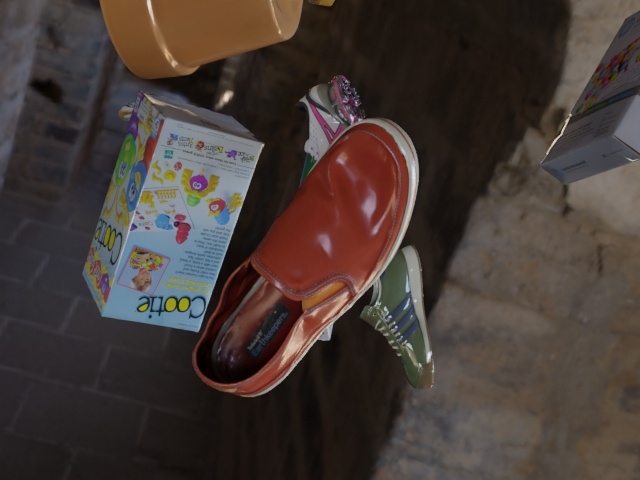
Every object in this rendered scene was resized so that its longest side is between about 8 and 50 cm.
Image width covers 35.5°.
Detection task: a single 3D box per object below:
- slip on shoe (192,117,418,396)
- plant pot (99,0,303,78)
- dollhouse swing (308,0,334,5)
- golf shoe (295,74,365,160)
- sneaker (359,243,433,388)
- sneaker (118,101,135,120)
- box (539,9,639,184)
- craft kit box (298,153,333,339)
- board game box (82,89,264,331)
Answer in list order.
[{"bbox_3d":[-0.017,0.025,0.994,0.123,0.331,0.101,40,15,17],"label":"slip on shoe"},{"bbox_3d":[-0.141,-0.360,1.300,0.203,0.291,0.291,0,12,13],"label":"plant pot"},{"bbox_3d":[0.114,-0.619,1.792,0.315,0.347,0.305,-12,67,-27],"label":"dollhouse swing"},{"bbox_3d":[0.026,-0.117,1.302,0.067,0.086,0.186,19,51,-62],"label":"golf shoe"},{"bbox_3d":[0.094,0.104,1.325,0.086,0.192,0.064,-6,-4,-10],"label":"sneaker"},{"bbox_3d":[-0.339,-0.248,1.887,0.083,0.032,0.037,4,49,18],"label":"sneaker"},{"bbox_3d":[0.291,-0.147,0.931,0.038,0.186,0.145,35,-12,-7],"label":"box"},{"bbox_3d":[0.000,0.000,1.689,0.061,0.247,0.250,6,55,9],"label":"craft kit box"},{"bbox_3d":[-0.204,-0.039,1.346,0.144,0.275,0.142,13,15,-29],"label":"board game box"}]
